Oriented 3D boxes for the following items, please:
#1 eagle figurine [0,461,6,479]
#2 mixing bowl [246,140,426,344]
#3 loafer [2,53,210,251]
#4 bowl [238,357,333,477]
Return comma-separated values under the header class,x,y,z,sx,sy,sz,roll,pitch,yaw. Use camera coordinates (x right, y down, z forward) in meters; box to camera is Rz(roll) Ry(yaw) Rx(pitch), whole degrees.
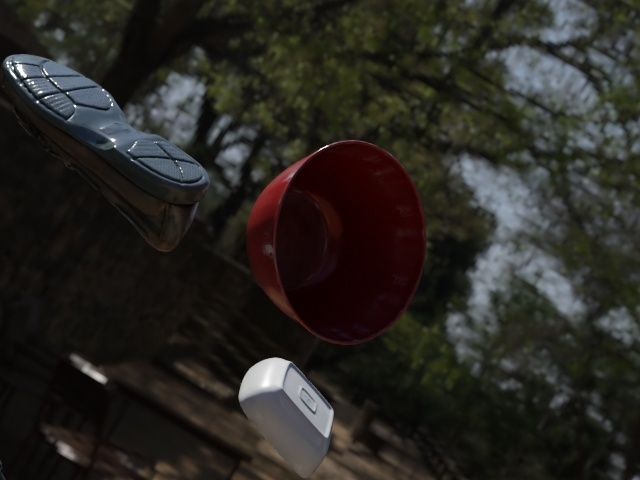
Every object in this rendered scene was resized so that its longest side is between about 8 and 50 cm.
class,x,y,z,sx,sy,sz,roll,pitch,yaw
eagle figurine,-0.391,0.135,0.924,0.226,0.225,0.298,-2,-49,42
mixing bowl,0.000,0.000,1.230,0.181,0.181,0.098,34,-18,-35
loafer,-0.219,-0.085,1.277,0.267,0.084,0.096,36,30,29
bowl,-0.035,0.214,1.693,0.142,0.053,0.142,50,17,-9
